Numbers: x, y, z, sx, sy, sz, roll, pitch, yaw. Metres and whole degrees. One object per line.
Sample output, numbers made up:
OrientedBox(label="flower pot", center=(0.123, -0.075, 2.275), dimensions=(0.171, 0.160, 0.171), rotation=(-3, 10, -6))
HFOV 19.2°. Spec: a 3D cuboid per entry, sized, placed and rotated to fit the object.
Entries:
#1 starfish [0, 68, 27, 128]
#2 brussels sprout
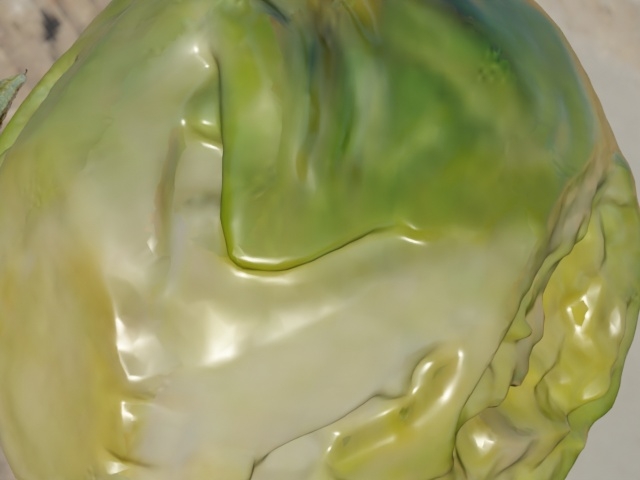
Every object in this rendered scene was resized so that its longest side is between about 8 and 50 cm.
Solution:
OrientedBox(label="starfish", center=(-0.297, 0.026, 1.203), dimensions=(0.078, 0.347, 0.358), rotation=(45, -3, -15))
OrientedBox(label="brussels sprout", center=(0.000, 0.000, 0.885), dimensions=(0.344, 0.268, 0.344), rotation=(15, 47, -17))
